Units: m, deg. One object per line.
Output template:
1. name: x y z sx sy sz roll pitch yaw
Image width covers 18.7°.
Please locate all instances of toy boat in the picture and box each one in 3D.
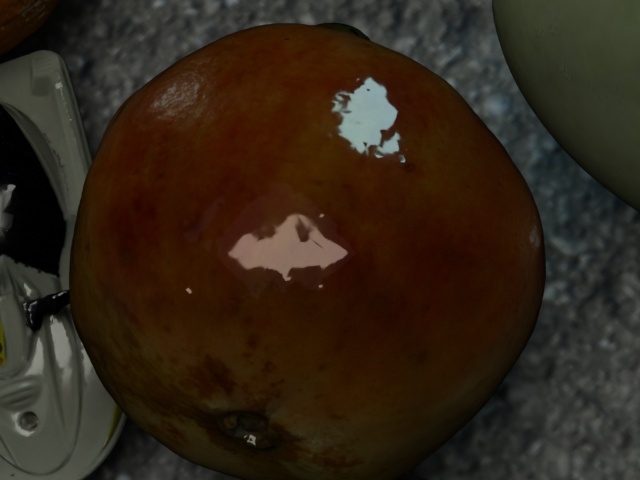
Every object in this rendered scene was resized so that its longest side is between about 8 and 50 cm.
1. toy boat: -0.189 0.010 1.149 0.141 0.141 0.269 -18 55 5

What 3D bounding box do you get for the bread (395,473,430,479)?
1. bread: 0.025 0.236 1.082 0.228 0.033 0.228 -4 70 10

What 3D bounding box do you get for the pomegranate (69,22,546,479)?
1. pomegranate: 0.000 0.000 1.062 0.252 0.229 0.270 21 54 8

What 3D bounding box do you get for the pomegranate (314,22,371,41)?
1. pomegranate: 0.013 -0.096 1.177 0.085 0.073 0.073 4 72 -7

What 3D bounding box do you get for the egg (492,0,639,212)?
1. egg: 0.260 -0.122 1.021 0.336 0.278 0.278 12 75 9

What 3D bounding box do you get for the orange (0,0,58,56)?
1. orange: -0.241 -0.189 1.207 0.193 0.161 0.193 -9 64 20
